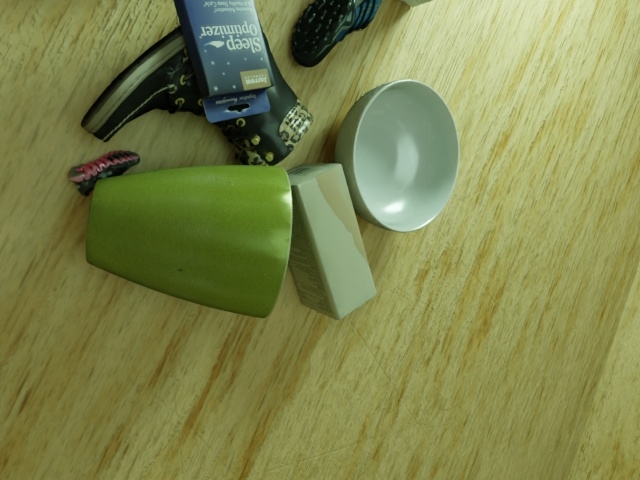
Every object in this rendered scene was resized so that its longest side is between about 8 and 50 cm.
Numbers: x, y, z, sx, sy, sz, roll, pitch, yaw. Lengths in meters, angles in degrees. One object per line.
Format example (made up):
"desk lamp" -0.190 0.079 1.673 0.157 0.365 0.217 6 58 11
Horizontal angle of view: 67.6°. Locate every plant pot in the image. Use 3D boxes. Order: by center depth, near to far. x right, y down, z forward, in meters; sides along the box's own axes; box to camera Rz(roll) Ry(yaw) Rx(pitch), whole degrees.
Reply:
"plant pot" -0.229 -0.012 0.815 0.294 0.275 0.274 6 94 -20

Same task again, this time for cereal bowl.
"cereal bowl" 0.163 -0.191 1.117 0.339 0.141 0.338 -6 101 -35

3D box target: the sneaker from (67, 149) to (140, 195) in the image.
"sneaker" -0.363 -0.114 0.817 0.119 0.047 0.057 -29 133 -27

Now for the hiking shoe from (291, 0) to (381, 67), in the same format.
"hiking shoe" 0.060 -0.477 1.015 0.304 0.113 0.132 -54 147 -3

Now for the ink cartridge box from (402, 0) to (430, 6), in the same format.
"ink cartridge box" 0.276 -0.661 1.030 0.122 0.289 0.211 8 93 -34

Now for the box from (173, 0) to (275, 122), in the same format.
"box" -0.152 -0.317 0.782 0.136 0.037 0.225 -25 108 -39

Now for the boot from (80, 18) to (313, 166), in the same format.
"boot" -0.193 -0.233 0.863 0.377 0.138 0.284 -51 123 -24

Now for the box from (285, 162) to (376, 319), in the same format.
"box" 0.000 0.000 1.031 0.121 0.148 0.311 -30 115 -29
